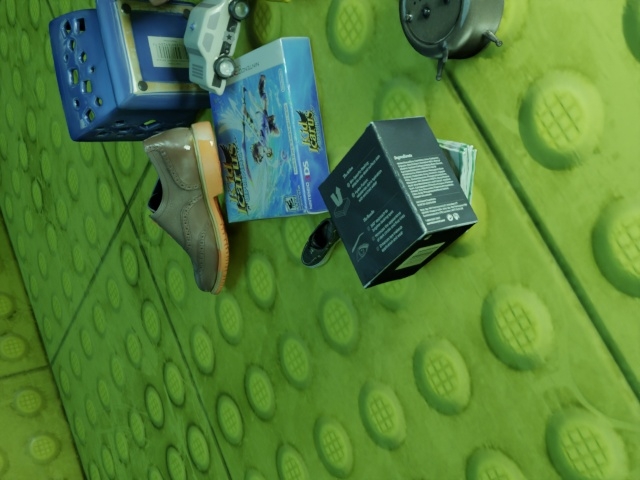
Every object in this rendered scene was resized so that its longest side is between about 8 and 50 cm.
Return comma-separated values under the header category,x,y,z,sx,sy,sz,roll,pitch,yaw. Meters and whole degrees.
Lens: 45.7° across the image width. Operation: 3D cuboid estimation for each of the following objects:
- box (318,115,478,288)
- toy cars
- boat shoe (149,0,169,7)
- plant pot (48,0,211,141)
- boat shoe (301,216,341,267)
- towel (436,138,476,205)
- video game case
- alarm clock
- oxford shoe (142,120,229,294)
category,x,y,z,sx,sy,sz,roll,pitch,yaw
box,0.093,-0.048,0.963,0.156,0.093,0.158,-47,62,52
toy cars,-0.125,-0.391,1.155,0.394,0.087,0.176,-43,49,41
boat shoe,-0.329,-0.485,1.278,0.342,0.123,0.123,44,170,32
plant pot,-0.335,-0.321,1.404,0.212,0.236,0.236,-14,87,47
boat shoe,0.000,0.000,1.180,0.142,0.040,0.049,-48,60,47
towel,0.136,-0.079,0.990,0.152,0.023,0.113,22,115,50
video game case,-0.090,-0.169,1.243,0.244,0.061,0.269,-4,96,55
alarm clock,0.144,-0.298,0.894,0.129,0.064,0.192,-22,77,54
oxford shoe,-0.241,-0.046,1.371,0.130,0.133,0.363,-114,18,-52
